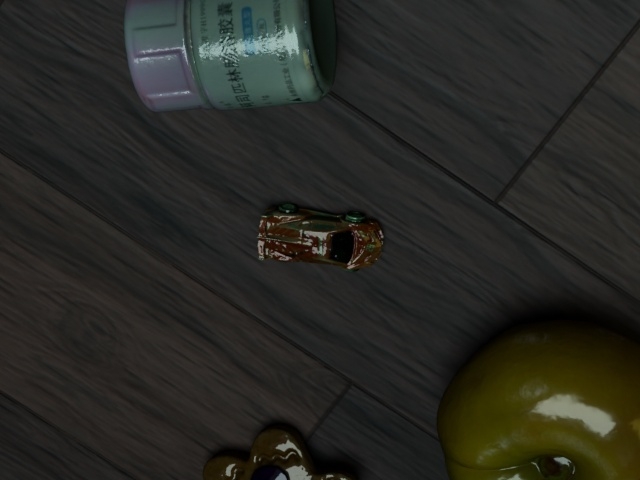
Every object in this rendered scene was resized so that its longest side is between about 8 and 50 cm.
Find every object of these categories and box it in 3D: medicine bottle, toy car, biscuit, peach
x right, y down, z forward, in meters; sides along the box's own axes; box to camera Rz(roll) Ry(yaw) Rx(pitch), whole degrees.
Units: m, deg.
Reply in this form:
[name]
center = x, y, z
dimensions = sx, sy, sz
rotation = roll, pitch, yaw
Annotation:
[medicine bottle]
center = -0.079, -0.183, 1.373
dimensions = 0.168, 0.135, 0.135
rotation = -4, 114, 13
[toy car]
center = 0.000, 0.000, 1.495
dimensions = 0.122, 0.035, 0.059
rotation = 9, 112, 8
[biscuit]
center = -0.023, 0.311, 1.614
dimensions = 0.180, 0.039, 0.236
rotation = -33, 92, 20
[peach]
center = 0.235, 0.195, 1.486
dimensions = 0.251, 0.153, 0.251
rotation = 11, 117, 23
